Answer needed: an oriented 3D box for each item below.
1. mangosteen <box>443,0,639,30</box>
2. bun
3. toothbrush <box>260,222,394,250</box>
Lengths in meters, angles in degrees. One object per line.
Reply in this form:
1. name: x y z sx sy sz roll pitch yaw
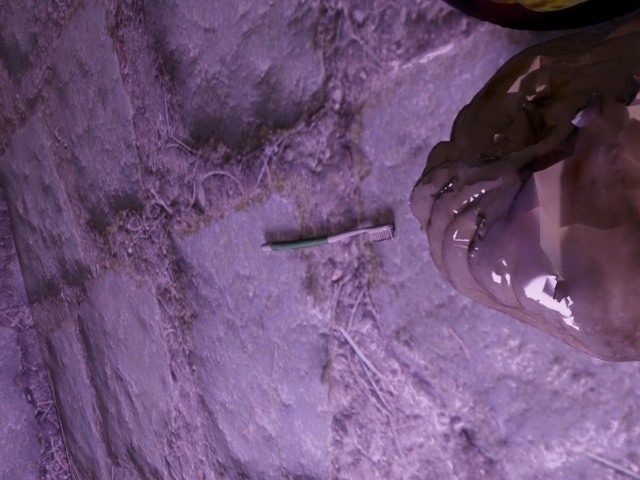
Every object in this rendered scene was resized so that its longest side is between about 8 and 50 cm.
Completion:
1. mangosteen: 0.155 -0.286 0.304 0.306 0.359 0.306 17 132 20
2. bun: 0.202 -0.044 0.376 0.281 0.205 0.281 -21 61 45
3. toothbrush: 0.000 0.000 0.722 0.257 0.018 0.024 -7 100 42
